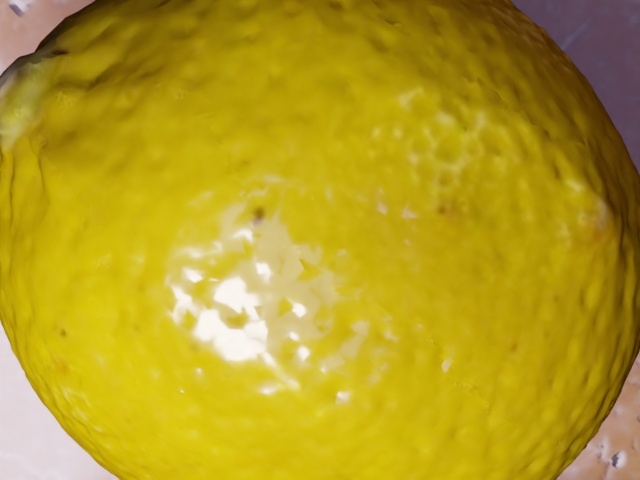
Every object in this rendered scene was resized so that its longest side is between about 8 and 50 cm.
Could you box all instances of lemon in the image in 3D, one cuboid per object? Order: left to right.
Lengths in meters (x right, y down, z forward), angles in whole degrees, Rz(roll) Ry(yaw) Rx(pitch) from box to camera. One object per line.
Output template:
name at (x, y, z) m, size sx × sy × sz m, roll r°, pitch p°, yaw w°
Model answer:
lemon at (0.002, 0.001, 0.865) m, size 0.336 × 0.336 × 0.336 m, roll -1°, pitch 101°, yaw -3°
